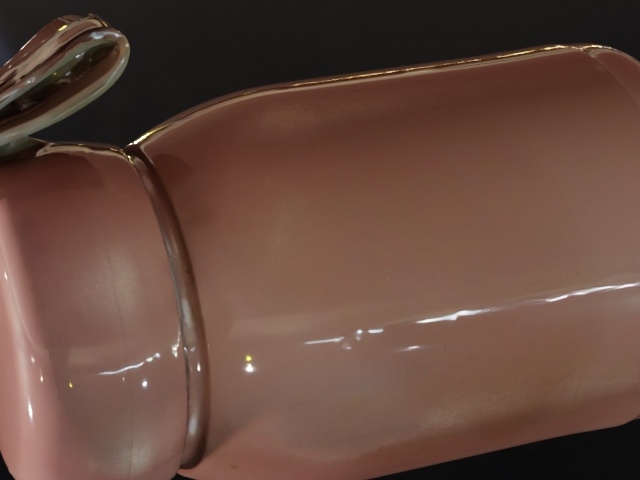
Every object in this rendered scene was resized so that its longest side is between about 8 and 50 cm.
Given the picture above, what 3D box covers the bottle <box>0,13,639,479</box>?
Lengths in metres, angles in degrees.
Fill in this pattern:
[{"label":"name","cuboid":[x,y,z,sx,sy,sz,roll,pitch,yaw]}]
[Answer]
[{"label":"bottle","cuboid":[0.000,0.000,0.625,0.297,0.206,0.173,-9,-164,-20]}]
